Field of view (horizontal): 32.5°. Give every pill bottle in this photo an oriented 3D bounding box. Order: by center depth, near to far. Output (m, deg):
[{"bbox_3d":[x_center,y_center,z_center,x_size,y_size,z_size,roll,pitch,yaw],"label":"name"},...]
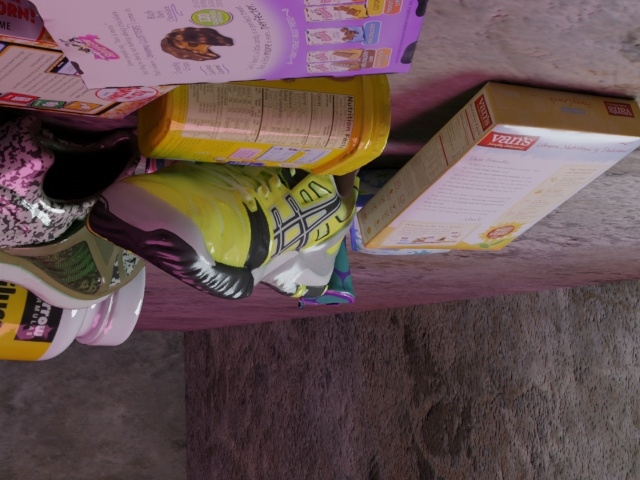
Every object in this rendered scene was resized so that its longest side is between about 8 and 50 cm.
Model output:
[{"bbox_3d":[-0.376,0.038,1.223,0.333,0.188,0.188,7,168,-33],"label":"pill bottle"}]

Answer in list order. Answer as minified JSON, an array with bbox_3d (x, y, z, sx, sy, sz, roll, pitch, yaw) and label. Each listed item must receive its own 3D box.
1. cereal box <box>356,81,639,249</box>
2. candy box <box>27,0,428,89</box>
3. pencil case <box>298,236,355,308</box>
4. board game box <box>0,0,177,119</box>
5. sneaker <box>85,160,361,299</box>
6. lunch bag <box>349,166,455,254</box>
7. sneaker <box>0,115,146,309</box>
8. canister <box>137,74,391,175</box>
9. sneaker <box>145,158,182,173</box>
[{"bbox_3d":[0.164,-0.060,1.032,0.173,0.047,0.240,2,153,-29],"label":"cereal box"},{"bbox_3d":[-0.045,-0.139,0.580,0.196,0.070,0.165,-3,172,-1],"label":"candy box"},{"bbox_3d":[0.000,0.000,1.247,0.064,0.152,0.070,-7,161,3],"label":"pencil case"},{"bbox_3d":[-0.190,-0.125,0.716,0.193,0.045,0.146,4,169,-35],"label":"board game box"},{"bbox_3d":[-0.075,-0.037,0.988,0.145,0.147,0.384,28,-172,17],"label":"sneaker"},{"bbox_3d":[0.094,-0.035,1.224,0.128,0.096,0.151,-2,175,4],"label":"lunch bag"},{"bbox_3d":[-0.231,-0.035,1.062,0.182,0.158,0.410,-23,171,15],"label":"sneaker"},{"bbox_3d":[-0.047,-0.097,0.851,0.169,0.073,0.126,3,171,-21],"label":"canister"},{"bbox_3d":[-0.123,-0.065,1.097,0.075,0.057,0.161,2,169,6],"label":"sneaker"}]
